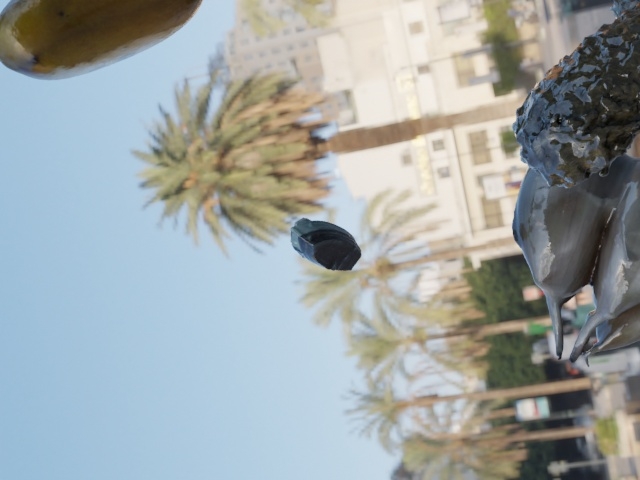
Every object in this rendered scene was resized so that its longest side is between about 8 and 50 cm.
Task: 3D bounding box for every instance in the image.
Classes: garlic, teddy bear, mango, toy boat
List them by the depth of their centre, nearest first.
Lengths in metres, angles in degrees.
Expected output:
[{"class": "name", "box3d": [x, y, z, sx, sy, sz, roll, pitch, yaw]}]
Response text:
[{"class": "teddy bear", "box3d": [0.219, -0.102, 0.477, 0.251, 0.182, 0.129, -41, -26, -36]}, {"class": "mango", "box3d": [-0.168, -0.178, 0.769, 0.090, 0.178, 0.115, 56, 162, -9]}, {"class": "garlic", "box3d": [0.345, -0.001, 1.215, 0.292, 0.210, 0.237, -58, -26, -34]}, {"class": "toy boat", "box3d": [0.000, 0.000, 1.306, 0.066, 0.059, 0.140, 43, -169, 31]}]
